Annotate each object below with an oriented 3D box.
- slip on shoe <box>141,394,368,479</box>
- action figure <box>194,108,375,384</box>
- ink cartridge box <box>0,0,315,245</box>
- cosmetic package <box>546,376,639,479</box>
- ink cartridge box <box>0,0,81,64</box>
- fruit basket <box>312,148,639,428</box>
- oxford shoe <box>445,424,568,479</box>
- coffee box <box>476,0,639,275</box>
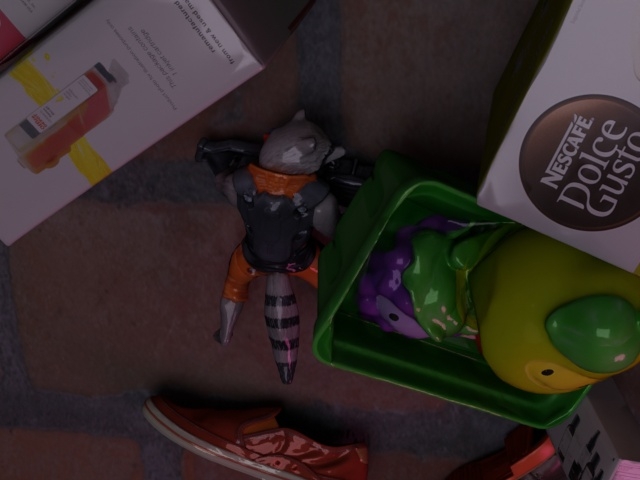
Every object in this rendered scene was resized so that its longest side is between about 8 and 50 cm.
[{"bbox_3d":[-0.087,0.272,1.650,0.331,0.123,0.101,18,85,8],"label":"slip on shoe"},{"bbox_3d":[0.000,0.000,1.461,0.341,0.178,0.330,5,125,11],"label":"action figure"},{"bbox_3d":[-0.222,-0.195,1.353,0.384,0.279,0.160,-31,106,23],"label":"ink cartridge box"},{"bbox_3d":[0.327,0.227,1.457,0.060,0.239,0.099,13,117,-16],"label":"cosmetic package"},{"bbox_3d":[-0.329,-0.368,1.380,0.283,0.117,0.207,-32,105,23],"label":"ink cartridge box"},{"bbox_3d":[0.205,0.080,1.296,0.392,0.392,0.283,30,112,-3],"label":"fruit basket"},{"bbox_3d":[0.243,0.346,1.617,0.098,0.097,0.271,42,116,-16],"label":"oxford shoe"},{"bbox_3d":[0.378,-0.171,1.205,0.334,0.338,0.338,24,117,0],"label":"coffee box"}]
